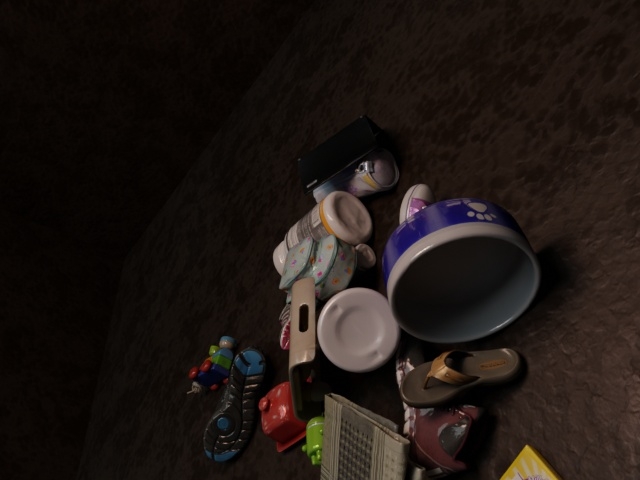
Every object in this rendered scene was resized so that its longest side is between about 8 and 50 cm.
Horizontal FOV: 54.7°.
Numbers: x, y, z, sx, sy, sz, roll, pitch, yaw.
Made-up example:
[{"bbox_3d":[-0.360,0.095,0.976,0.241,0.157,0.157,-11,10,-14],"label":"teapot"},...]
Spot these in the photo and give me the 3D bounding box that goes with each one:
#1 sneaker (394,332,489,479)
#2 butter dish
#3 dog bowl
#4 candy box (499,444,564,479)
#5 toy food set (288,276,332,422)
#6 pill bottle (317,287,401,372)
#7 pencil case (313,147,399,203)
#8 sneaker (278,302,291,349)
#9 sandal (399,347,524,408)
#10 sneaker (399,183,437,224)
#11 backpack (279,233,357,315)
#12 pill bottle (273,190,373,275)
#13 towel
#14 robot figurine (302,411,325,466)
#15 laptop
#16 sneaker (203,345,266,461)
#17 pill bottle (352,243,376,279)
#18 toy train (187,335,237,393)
[{"bbox_3d":[0.230,0.289,1.130,0.162,0.106,0.282,-27,53,40],"label":"sneaker"},{"bbox_3d":[-0.100,0.423,1.552,0.160,0.118,0.160,-44,34,35],"label":"butter dish"},{"bbox_3d":[0.244,0.058,1.098,0.265,0.264,0.104,-48,29,29],"label":"dog bowl"},{"bbox_3d":[0.337,0.407,0.901,0.105,0.027,0.206,-56,29,9],"label":"candy box"},{"bbox_3d":[-0.020,0.260,1.441,0.306,0.092,0.220,89,-179,-49],"label":"toy food set"},{"bbox_3d":[0.076,0.179,1.298,0.283,0.161,0.161,77,-143,-85],"label":"pill bottle"},{"bbox_3d":[0.092,-0.161,1.703,0.273,0.124,0.114,-20,90,56],"label":"pencil case"},{"bbox_3d":[-0.086,0.235,1.749,0.074,0.063,0.171,-30,38,47],"label":"sneaker"},{"bbox_3d":[0.240,0.227,1.073,0.219,0.060,0.090,-15,40,11],"label":"sandal"},{"bbox_3d":[0.256,-0.002,1.322,0.161,0.102,0.282,-20,61,49],"label":"sneaker"},{"bbox_3d":[-0.004,0.070,1.517,0.188,0.144,0.166,-30,32,36],"label":"backpack"},{"bbox_3d":[0.000,0.000,1.687,0.278,0.162,0.162,-40,36,40],"label":"pill bottle"},{"bbox_3d":[0.086,0.477,1.165,0.312,0.056,0.325,-172,83,-65],"label":"towel"},{"bbox_3d":[0.001,0.452,1.405,0.115,0.067,0.101,-95,28,-45],"label":"robot figurine"},{"bbox_3d":[0.067,-0.225,1.715,0.234,0.264,0.137,-32,76,15],"label":"laptop"},{"bbox_3d":[-0.231,0.468,1.784,0.139,0.125,0.341,-13,-54,-90],"label":"sneaker"},{"bbox_3d":[0.081,0.063,1.592,0.120,0.067,0.067,-37,38,41],"label":"pill bottle"},{"bbox_3d":[-0.369,0.415,2.059,0.248,0.105,0.144,-34,30,45],"label":"toy train"}]
